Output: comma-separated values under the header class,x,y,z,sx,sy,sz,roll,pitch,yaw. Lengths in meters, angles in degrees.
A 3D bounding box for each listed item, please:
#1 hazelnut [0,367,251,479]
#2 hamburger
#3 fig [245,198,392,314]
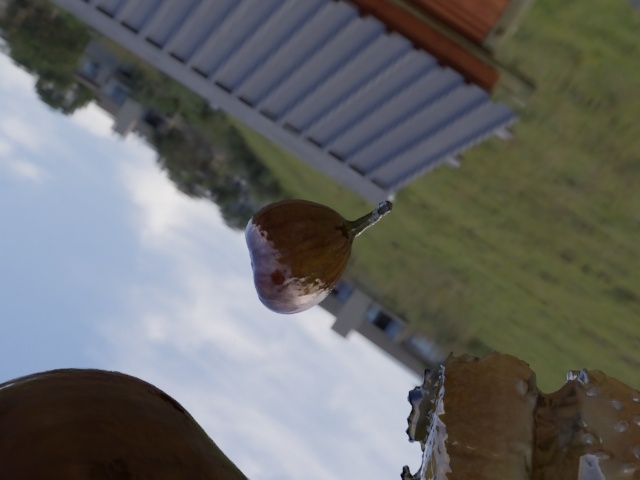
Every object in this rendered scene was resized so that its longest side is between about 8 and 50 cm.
class,x,y,z,sx,sy,sz,roll,pitch,yaw
hazelnut,-0.256,0.358,1.361,0.429,0.402,0.402,56,-161,25
hamburger,0.176,0.336,1.097,0.268,0.445,0.287,9,-138,3
fig,-0.024,0.006,1.833,0.149,0.202,0.148,39,148,24
